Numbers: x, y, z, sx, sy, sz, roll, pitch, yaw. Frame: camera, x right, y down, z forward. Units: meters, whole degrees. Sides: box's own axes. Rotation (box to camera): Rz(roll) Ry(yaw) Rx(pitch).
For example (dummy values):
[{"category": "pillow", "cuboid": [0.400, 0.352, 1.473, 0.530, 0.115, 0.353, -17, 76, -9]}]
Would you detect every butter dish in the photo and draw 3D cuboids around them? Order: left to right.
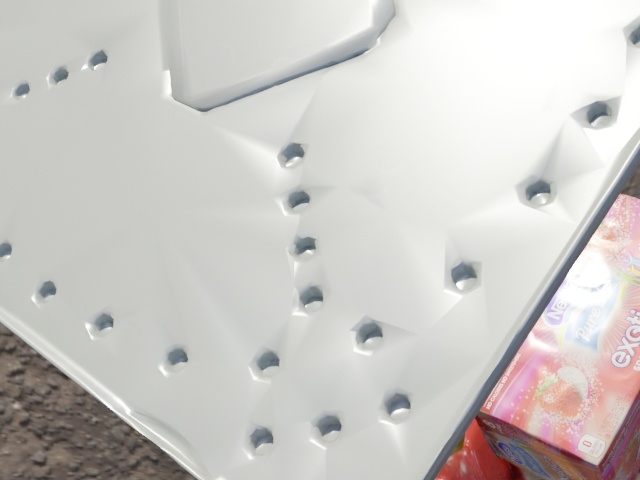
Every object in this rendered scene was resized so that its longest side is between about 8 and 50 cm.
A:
[{"category": "butter dish", "cuboid": [0.174, 0.311, 1.323, 0.160, 0.118, 0.160, -17, 103, 31]}]

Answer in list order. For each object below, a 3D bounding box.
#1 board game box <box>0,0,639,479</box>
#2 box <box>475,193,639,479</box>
[{"category": "board game box", "cuboid": [-0.015, -0.107, 0.481, 0.390, 0.050, 0.390, 28, 78, 34]}, {"category": "box", "cuboid": [0.306, 0.111, 1.056, 0.154, 0.142, 0.300, 23, 68, 35]}]
